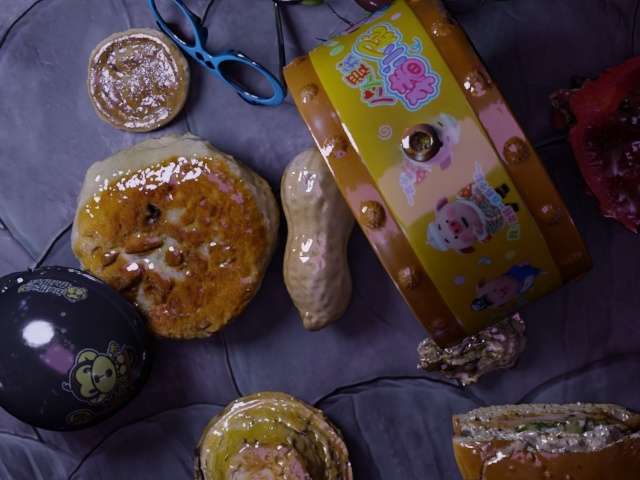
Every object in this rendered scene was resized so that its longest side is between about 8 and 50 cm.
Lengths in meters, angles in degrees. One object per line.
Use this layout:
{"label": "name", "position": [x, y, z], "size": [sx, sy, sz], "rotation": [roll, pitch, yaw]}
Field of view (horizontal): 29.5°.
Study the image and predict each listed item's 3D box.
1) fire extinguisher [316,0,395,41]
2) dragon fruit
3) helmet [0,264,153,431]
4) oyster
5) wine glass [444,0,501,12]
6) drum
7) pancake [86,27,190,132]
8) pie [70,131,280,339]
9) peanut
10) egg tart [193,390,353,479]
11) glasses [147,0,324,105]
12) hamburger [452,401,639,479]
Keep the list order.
{"label": "fire extinguisher", "position": [0.114, -0.402, 1.614], "size": [0.135, 0.114, 0.337], "rotation": [25, 99, 14]}
{"label": "dragon fruit", "position": [0.406, -0.149, 1.626], "size": [0.211, 0.134, 0.262], "rotation": [34, 84, 11]}
{"label": "helmet", "position": [-0.383, 0.165, 1.692], "size": [0.279, 0.160, 0.230], "rotation": [9, 118, 12]}
{"label": "oyster", "position": [0.216, 0.154, 1.717], "size": [0.166, 0.053, 0.108], "rotation": [-26, 105, 1]}
{"label": "wine glass", "position": [0.230, -0.352, 1.562], "size": [0.093, 0.202, 0.093], "rotation": [15, 116, 35]}
{"label": "drum", "position": [0.142, -0.090, 1.498], "size": [0.214, 0.431, 0.431], "rotation": [-29, 95, 7]}
{"label": "pancake", "position": [-0.258, -0.225, 1.711], "size": [0.158, 0.028, 0.158], "rotation": [3, 102, 13]}
{"label": "pie", "position": [-0.207, 0.001, 1.698], "size": [0.315, 0.092, 0.315], "rotation": [4, 108, 13]}
{"label": "peanut", "position": [0.000, 0.000, 1.681], "size": [0.117, 0.101, 0.263], "rotation": [-7, 103, -36]}
{"label": "egg tart", "position": [-0.072, 0.339, 1.745], "size": [0.241, 0.106, 0.241], "rotation": [1, 96, 9]}
{"label": "glasses", "position": [-0.107, -0.314, 1.651], "size": [0.239, 0.102, 0.207], "rotation": [37, 100, 0]}
{"label": "hamburger", "position": [0.324, 0.315, 1.683], "size": [0.283, 0.144, 0.156], "rotation": [-2, 98, 3]}
